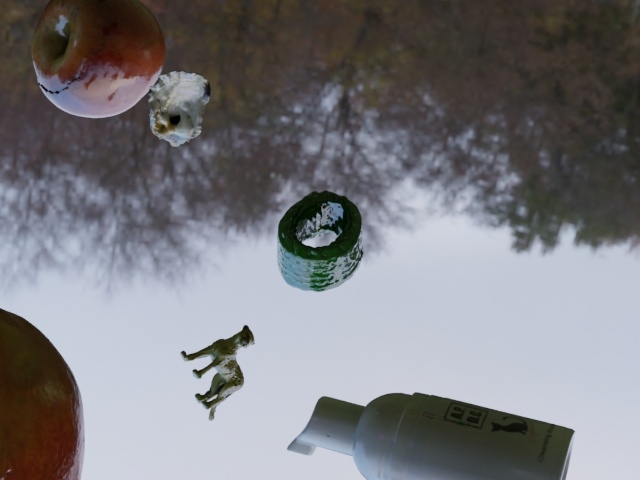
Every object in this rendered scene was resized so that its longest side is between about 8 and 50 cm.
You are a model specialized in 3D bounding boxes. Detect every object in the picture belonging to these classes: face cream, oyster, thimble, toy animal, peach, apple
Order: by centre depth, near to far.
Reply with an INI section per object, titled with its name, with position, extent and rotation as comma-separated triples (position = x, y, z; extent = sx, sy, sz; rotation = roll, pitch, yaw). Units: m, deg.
[peach]
position = -0.347, 0.195, 1.205
extent = 0.238, 0.280, 0.281
rotation = -5, -152, -23
[face cream]
position = 0.138, 0.274, 1.632
extent = 0.370, 0.145, 0.145
rotation = 12, -157, 14
[thimble]
position = 0.000, 0.000, 1.676
extent = 0.118, 0.090, 0.130
rotation = 1, -131, 2
[oyster]
position = -0.222, -0.210, 1.963
extent = 0.122, 0.146, 0.045
rotation = -21, -140, 18
[apple]
position = -0.416, -0.351, 2.327
extent = 0.272, 0.251, 0.206
rotation = -22, 153, 40
[toy animal]
position = -0.182, 0.256, 2.389
extent = 0.136, 0.181, 0.073
rotation = -27, -139, -18
